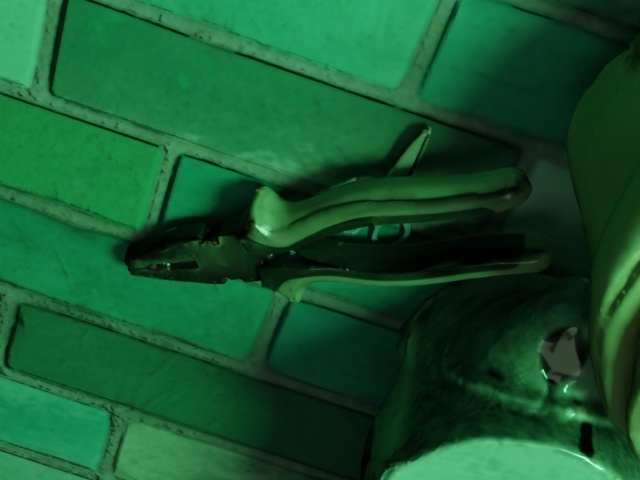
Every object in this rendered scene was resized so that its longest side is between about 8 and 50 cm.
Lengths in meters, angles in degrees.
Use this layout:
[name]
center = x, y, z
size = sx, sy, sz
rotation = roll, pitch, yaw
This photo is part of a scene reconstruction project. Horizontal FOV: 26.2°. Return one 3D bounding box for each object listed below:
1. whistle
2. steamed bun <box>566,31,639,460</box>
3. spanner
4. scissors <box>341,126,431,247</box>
[whistle]
center = 0.091, 0.178, 1.032
size = 0.188, 0.168, 0.405
rotation = 40, 127, -21
[steamed bun]
center = 0.298, 0.023, 0.760
size = 0.309, 0.219, 0.324
rotation = -8, 102, 16
[spanner]
center = 0.000, 0.000, 0.975
size = 0.325, 0.040, 0.096
rotation = -6, 132, 26
[scissors]
center = 0.050, -0.037, 0.959
size = 0.058, 0.014, 0.119
rotation = 22, 135, -6
